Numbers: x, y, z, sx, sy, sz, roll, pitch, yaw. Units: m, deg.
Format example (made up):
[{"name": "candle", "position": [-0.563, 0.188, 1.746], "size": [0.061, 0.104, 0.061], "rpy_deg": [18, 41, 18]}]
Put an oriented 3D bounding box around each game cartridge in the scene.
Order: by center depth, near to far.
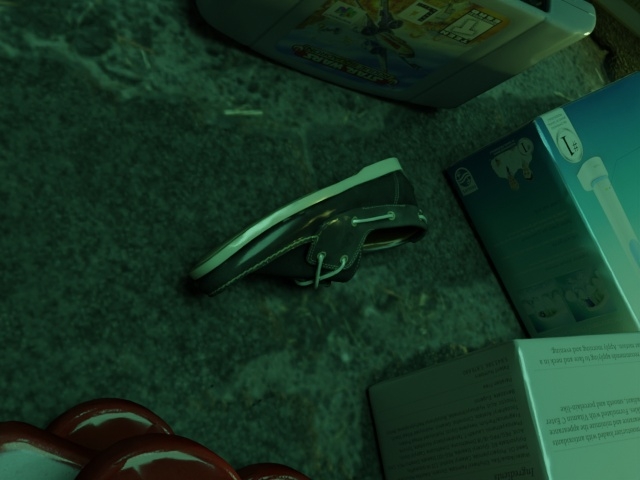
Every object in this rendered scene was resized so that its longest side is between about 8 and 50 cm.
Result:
[{"name": "game cartridge", "position": [0.057, -0.193, 0.733], "size": [0.297, 0.198, 0.062], "rpy_deg": [13, 65, -30]}]

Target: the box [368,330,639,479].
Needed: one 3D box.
[{"name": "box", "position": [0.167, 0.151, 0.691], "size": [0.180, 0.182, 0.119], "rpy_deg": [2, 70, -35]}]

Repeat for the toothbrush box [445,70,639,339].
[{"name": "toothbrush box", "position": [0.293, 0.005, 0.868], "size": [0.216, 0.126, 0.296], "rpy_deg": [-27, 88, -39]}]

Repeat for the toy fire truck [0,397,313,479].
[{"name": "toy fire truck", "position": [-0.093, 0.245, 0.503], "size": [0.302, 0.169, 0.254], "rpy_deg": [29, 77, -22]}]

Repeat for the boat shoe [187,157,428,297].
[{"name": "boat shoe", "position": [0.000, 0.000, 0.694], "size": [0.233, 0.084, 0.079], "rpy_deg": [-24, 87, -41]}]

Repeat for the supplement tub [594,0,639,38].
[{"name": "supplement tub", "position": [0.430, -0.347, 1.015], "size": [0.316, 0.228, 0.228], "rpy_deg": [39, 54, -3]}]
